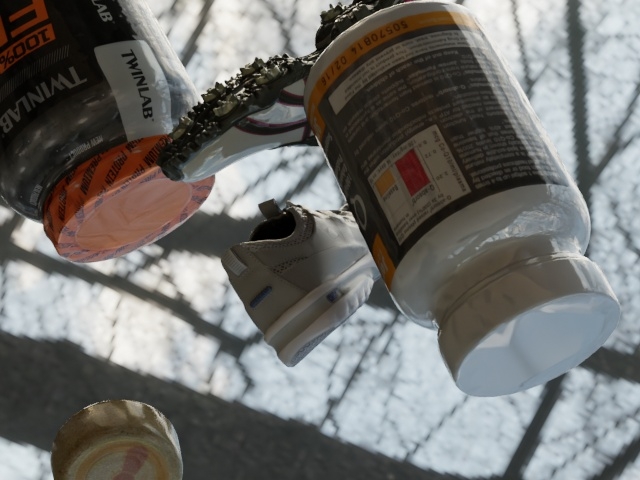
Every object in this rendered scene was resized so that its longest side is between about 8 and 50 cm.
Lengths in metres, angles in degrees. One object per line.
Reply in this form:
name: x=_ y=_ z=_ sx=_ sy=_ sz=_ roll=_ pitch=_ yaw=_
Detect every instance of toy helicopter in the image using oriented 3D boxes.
toy helicopter: x=-0.132 y=0.262 z=1.138 sx=0.235 sy=0.355 sz=0.140 roll=-10 pitch=-151 yaw=-6

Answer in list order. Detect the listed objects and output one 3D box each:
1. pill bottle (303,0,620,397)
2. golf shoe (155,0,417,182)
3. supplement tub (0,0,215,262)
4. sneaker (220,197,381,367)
pill bottle: x=0.105 y=-0.032 z=1.277 sx=0.162 sy=0.162 sz=0.278 roll=-41 pitch=-124 yaw=27
golf shoe: x=-0.008 y=-0.112 z=1.440 sx=0.273 sy=0.120 sz=0.105 roll=-33 pitch=-160 yaw=-1
supplement tub: x=-0.244 y=-0.161 z=1.594 sx=0.207 sy=0.207 sz=0.338 roll=-41 pitch=-113 yaw=26
sneaker: x=0.000 y=0.000 z=1.424 sx=0.105 sy=0.115 sz=0.281 roll=-40 pitch=-177 yaw=20
